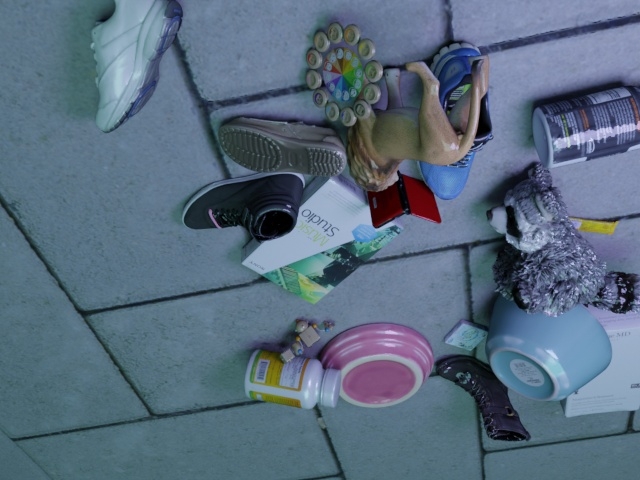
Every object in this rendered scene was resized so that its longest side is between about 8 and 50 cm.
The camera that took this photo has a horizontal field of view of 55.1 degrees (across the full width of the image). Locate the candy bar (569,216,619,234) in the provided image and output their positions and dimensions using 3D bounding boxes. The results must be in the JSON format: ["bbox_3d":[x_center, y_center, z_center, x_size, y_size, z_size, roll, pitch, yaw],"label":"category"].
[{"bbox_3d":[0.634,-0.038,1.463,0.161,0.018,0.040,7,128,-8],"label":"candy bar"}]

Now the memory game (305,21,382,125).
[{"bbox_3d":[0.039,-0.303,1.119,0.012,0.186,0.186,-25,146,-41],"label":"memory game"}]

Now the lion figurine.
[{"bbox_3d":[0.166,-0.198,1.121,0.142,0.392,0.240,-11,103,-24],"label":"lion figurine"}]

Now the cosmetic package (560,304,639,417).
[{"bbox_3d":[0.768,0.307,1.681,0.217,0.156,0.385,-10,132,8],"label":"cosmetic package"}]

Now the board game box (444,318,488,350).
[{"bbox_3d":[0.408,0.265,1.714,0.090,0.020,0.090,19,128,-19],"label":"board game box"}]

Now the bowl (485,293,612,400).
[{"bbox_3d":[0.540,0.281,1.536,0.311,0.163,0.311,32,147,24],"label":"bowl"}]

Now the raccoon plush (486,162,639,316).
[{"bbox_3d":[0.587,-0.009,1.387,0.446,0.216,0.299,0,125,-12],"label":"raccoon plush"}]

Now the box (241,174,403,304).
[{"bbox_3d":[0.000,0.000,1.437,0.232,0.058,0.322,32,123,-27],"label":"box"}]

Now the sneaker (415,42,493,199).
[{"bbox_3d":[0.261,-0.208,1.211,0.130,0.147,0.330,-4,132,0],"label":"sneaker"}]

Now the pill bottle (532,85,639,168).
[{"bbox_3d":[0.561,-0.230,1.218,0.246,0.130,0.130,-12,131,8],"label":"pill bottle"}]

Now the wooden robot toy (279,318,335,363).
[{"bbox_3d":[-0.047,0.253,1.654,0.173,0.079,0.076,-36,170,-9],"label":"wooden robot toy"}]

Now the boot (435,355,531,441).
[{"bbox_3d":[0.465,0.456,1.745,0.263,0.229,0.091,15,129,-16],"label":"boot"}]

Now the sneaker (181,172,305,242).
[{"bbox_3d":[-0.174,-0.056,1.321,0.296,0.147,0.104,-16,132,12],"label":"sneaker"}]

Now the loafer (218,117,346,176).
[{"bbox_3d":[-0.073,-0.194,1.247,0.269,0.092,0.102,14,131,6],"label":"loafer"}]

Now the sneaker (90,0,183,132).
[{"bbox_3d":[-0.358,-0.330,1.119,0.129,0.111,0.297,31,120,-7],"label":"sneaker"}]

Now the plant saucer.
[{"bbox_3d":[0.163,0.375,1.755,0.332,0.084,0.332,-2,131,-2],"label":"plant saucer"}]

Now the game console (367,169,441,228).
[{"bbox_3d":[0.177,-0.076,1.322,0.124,0.144,0.085,-30,125,21],"label":"game console"}]

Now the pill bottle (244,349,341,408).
[{"bbox_3d":[-0.073,0.384,1.675,0.246,0.136,0.136,7,132,13],"label":"pill bottle"}]
